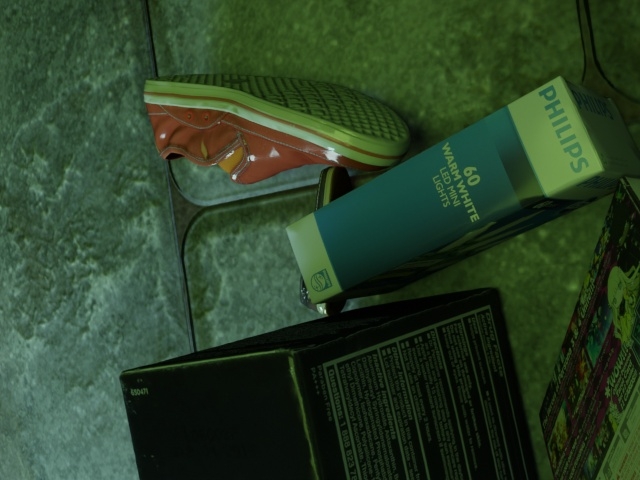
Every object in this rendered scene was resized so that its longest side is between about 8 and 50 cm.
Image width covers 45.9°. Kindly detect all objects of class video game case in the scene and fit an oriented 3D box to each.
[{"bbox_3d":[0.209,0.107,0.495,0.042,0.210,0.232,6,121,-1],"label":"video game case"}]

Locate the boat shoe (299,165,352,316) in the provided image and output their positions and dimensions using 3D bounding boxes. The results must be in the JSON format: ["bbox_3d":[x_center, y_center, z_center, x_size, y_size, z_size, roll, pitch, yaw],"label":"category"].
[{"bbox_3d":[0.000,0.000,0.750,0.049,0.056,0.152,9,99,29],"label":"boat shoe"}]

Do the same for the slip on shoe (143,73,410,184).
[{"bbox_3d":[-0.052,-0.104,0.748,0.331,0.123,0.101,15,114,38],"label":"slip on shoe"}]

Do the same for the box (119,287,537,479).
[{"bbox_3d":[0.033,0.210,0.598,0.183,0.294,0.296,-13,86,38],"label":"box"}]

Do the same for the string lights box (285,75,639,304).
[{"bbox_3d":[0.114,-0.031,0.618,0.260,0.133,0.076,-28,76,34],"label":"string lights box"}]
